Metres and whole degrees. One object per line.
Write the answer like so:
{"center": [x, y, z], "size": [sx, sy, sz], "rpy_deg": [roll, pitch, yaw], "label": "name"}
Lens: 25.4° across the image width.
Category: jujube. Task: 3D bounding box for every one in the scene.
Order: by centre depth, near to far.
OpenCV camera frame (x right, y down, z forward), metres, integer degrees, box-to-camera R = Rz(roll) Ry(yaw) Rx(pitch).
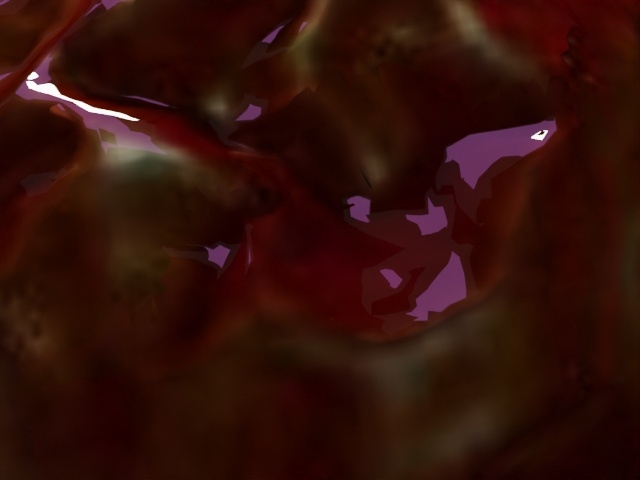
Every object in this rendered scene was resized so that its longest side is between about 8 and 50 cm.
{"center": [-0.051, 0.040, 0.479], "size": [0.377, 0.276, 0.276], "rpy_deg": [-19, 8, 24], "label": "jujube"}
